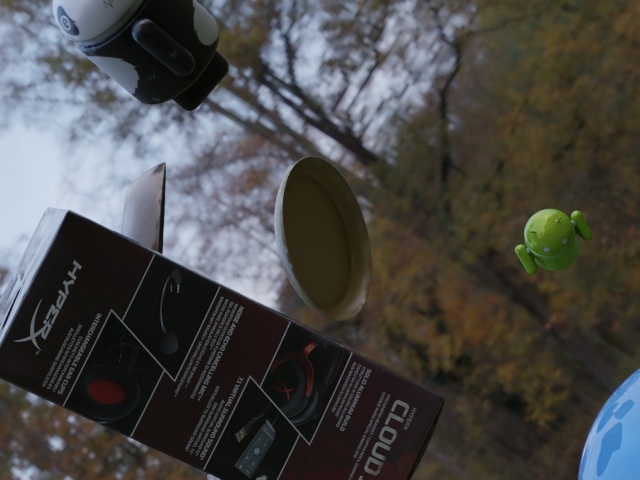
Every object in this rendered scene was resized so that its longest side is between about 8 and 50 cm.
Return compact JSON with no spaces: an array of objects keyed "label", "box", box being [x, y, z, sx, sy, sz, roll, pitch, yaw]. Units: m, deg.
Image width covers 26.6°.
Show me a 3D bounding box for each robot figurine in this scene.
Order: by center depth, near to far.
[{"label":"robot figurine","box":[0.310,-0.001,1.809,0.101,0.067,0.115,-30,-27,5]},{"label":"robot figurine","box":[-0.264,-0.309,1.983,0.278,0.209,0.174,41,-129,-38]}]

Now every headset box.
[{"label":"headset box","box":[-0.068,0.089,0.903,0.110,0.293,0.218,-64,15,-5]}]

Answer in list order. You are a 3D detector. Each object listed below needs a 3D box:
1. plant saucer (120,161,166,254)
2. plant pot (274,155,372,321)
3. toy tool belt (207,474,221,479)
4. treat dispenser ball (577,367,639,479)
[{"label":"plant saucer","box":[-0.218,0.059,1.635,0.310,0.050,0.311,-176,90,-83]},{"label":"plant pot","box":[0.000,0.000,1.892,0.032,0.236,0.236,-14,7,29]},{"label":"toy tool belt","box":[-0.081,0.225,1.288,0.083,0.051,0.052,109,154,-69]},{"label":"treat dispenser ball","box":[0.378,0.231,1.218,0.288,0.288,0.288,-51,-16,-20]}]
